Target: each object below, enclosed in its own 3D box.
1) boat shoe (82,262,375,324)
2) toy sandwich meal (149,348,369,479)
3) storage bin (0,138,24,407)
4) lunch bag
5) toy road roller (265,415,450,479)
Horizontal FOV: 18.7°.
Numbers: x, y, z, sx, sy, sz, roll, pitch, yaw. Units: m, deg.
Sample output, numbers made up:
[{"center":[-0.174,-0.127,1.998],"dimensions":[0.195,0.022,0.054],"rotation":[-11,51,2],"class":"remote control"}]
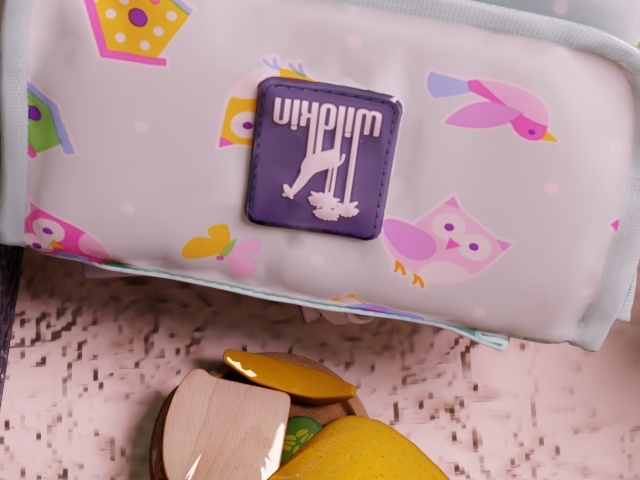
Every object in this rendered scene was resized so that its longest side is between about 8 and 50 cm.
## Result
[{"center":[0.000,0.000,0.730],"dimensions":[0.184,0.066,0.063],"rotation":[6,90,-9],"class":"boat shoe"},{"center":[-0.020,0.075,0.714],"dimensions":[0.085,0.029,0.086],"rotation":[1,70,-4],"class":"toy sandwich meal"},{"center":[-0.176,0.029,0.691],"dimensions":[0.122,0.084,0.180],"rotation":[6,70,-2],"class":"storage bin"},{"center":[0.012,-0.102,0.644],"dimensions":[0.223,0.160,0.262],"rotation":[9,96,-1],"class":"lunch bag"},{"center":[-0.006,0.205,0.577],"dimensions":[0.329,0.202,0.240],"rotation":[42,57,11],"class":"toy road roller"}]
